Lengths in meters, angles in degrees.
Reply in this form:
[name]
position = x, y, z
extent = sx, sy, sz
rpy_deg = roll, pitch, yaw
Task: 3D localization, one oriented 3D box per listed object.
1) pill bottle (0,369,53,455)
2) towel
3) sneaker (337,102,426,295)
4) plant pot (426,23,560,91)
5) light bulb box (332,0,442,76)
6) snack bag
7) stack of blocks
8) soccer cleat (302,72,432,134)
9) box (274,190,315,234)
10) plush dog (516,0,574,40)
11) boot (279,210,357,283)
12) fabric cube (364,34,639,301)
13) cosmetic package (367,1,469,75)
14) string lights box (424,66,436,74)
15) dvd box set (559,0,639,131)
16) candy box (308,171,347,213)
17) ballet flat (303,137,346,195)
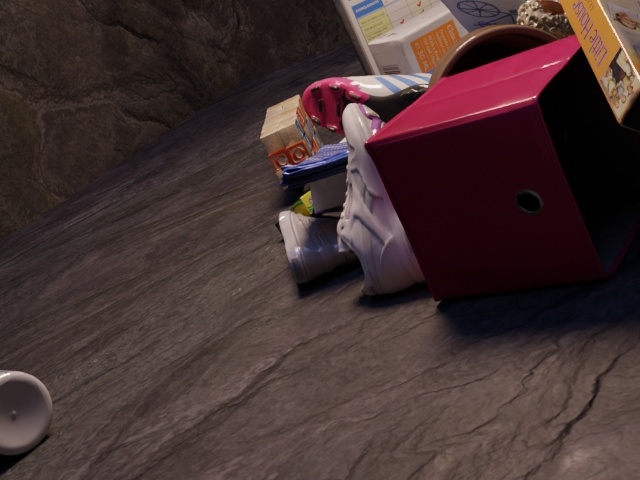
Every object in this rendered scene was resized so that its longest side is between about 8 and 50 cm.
[pill bottle]
position = -0.544, 0.272, 1.611
extent = 0.246, 0.130, 0.130
rpy_deg = -5, 26, 49
[towel]
position = 0.076, -0.166, 1.731
extent = 0.243, 0.040, 0.336
rpy_deg = -17, 9, 16
[sneaker]
position = 0.069, -0.062, 1.492
extent = 0.152, 0.305, 0.114
rpy_deg = -26, -22, 26
[plant pot]
position = 0.293, -0.244, 1.706
extent = 0.263, 0.263, 0.229
rpy_deg = -26, 17, 1
[light bulb box]
position = 0.254, -0.553, 2.535
extent = 0.358, 0.361, 0.225
rpy_deg = -26, 17, 0
[snack bag]
position = 0.443, -0.450, 2.031
extent = 0.343, 0.037, 0.323
rpy_deg = 8, -7, 28
[stack of blocks]
position = -0.056, -0.213, 2.292
extent = 0.087, 0.171, 0.297
rpy_deg = -23, 18, 9
[soccer cleat]
position = 0.128, -0.273, 1.984
extent = 0.331, 0.116, 0.143
rpy_deg = 6, 23, 30
[box]
position = -0.014, -0.068, 1.915
extent = 0.105, 0.043, 0.179
rpy_deg = -35, -1, -28
[plush dog]
position = 0.381, -0.297, 1.897
extent = 0.226, 0.262, 0.210
rpy_deg = -15, -16, 3
[boot]
position = 0.000, 0.000, 1.745
extent = 0.124, 0.095, 0.258
rpy_deg = -16, 21, -1
[fabric cube]
position = 0.263, -0.098, 1.335
extent = 0.258, 0.254, 0.259
rpy_deg = -11, 22, 40
[cosmetic package]
position = 0.365, -0.462, 2.334
extent = 0.453, 0.230, 0.161
rpy_deg = -32, 18, -18
[string lights box]
position = 0.275, -0.311, 2.149
extent = 0.260, 0.133, 0.077
rpy_deg = -31, 56, -17
[dvd box set]
position = 0.465, -0.249, 1.270
extent = 0.308, 0.062, 0.420
rpy_deg = 12, 39, -15
[candy box]
position = 0.104, -0.101, 1.778
extent = 0.165, 0.070, 0.196
rpy_deg = -14, -4, 36
[ballet flat]
position = 0.054, -0.153, 1.982
extent = 0.095, 0.096, 0.280
rpy_deg = 10, -19, -37
